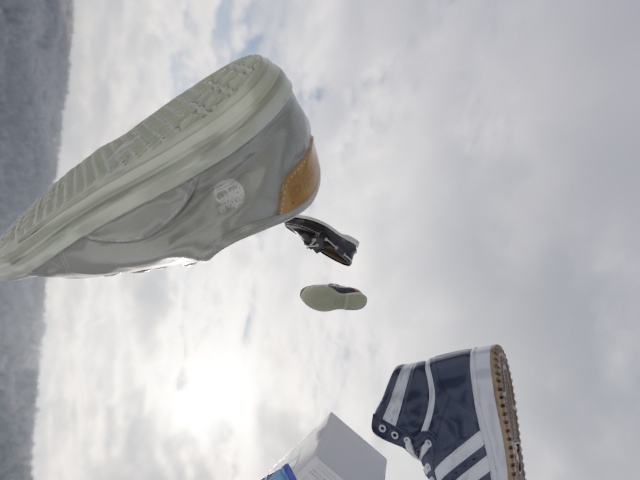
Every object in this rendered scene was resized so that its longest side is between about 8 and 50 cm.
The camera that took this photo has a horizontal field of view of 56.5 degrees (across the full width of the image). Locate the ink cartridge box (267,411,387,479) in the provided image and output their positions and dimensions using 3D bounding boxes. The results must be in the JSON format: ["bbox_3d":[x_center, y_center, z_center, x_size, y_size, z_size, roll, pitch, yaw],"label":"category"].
[{"bbox_3d":[-0.002,0.619,1.477,0.270,0.198,0.197,-49,-177,19],"label":"ink cartridge box"}]

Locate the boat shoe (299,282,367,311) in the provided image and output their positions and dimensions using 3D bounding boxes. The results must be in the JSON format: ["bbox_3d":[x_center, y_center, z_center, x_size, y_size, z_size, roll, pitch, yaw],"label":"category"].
[{"bbox_3d":[0.019,0.097,1.055,0.043,0.136,0.049,39,-64,54],"label":"boat shoe"}]

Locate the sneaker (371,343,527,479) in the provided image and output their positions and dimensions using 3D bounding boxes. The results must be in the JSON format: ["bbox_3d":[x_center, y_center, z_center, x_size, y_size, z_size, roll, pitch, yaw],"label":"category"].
[{"bbox_3d":[0.141,0.263,0.653,0.153,0.099,0.283,-11,-115,26],"label":"sneaker"}]

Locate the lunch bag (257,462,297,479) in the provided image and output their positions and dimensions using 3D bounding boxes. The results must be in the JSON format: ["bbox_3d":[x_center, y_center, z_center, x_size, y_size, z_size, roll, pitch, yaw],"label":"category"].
[{"bbox_3d":[-0.075,0.516,0.857,0.293,0.220,0.138,45,-24,54],"label":"lunch bag"}]

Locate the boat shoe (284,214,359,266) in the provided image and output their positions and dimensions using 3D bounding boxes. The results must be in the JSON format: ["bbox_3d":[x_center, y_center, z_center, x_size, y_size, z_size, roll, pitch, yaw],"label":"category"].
[{"bbox_3d":[0.000,0.000,0.782,0.046,0.125,0.038,0,-109,47],"label":"boat shoe"}]

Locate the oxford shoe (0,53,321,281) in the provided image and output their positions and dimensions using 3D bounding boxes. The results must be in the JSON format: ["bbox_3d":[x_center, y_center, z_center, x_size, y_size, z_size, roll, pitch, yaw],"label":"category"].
[{"bbox_3d":[-0.180,-0.023,0.569,0.449,0.130,0.169,-17,-143,35],"label":"oxford shoe"}]
